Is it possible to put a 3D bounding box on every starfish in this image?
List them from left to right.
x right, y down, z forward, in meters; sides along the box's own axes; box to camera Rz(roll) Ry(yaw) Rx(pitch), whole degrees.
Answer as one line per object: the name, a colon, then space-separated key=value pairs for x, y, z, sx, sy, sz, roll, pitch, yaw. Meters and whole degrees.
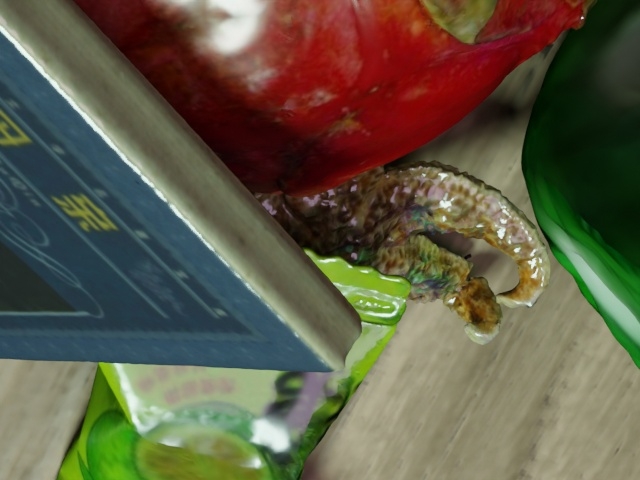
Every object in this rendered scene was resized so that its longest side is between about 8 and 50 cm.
starfish: x=-0.002 y=-0.006 z=0.743 sx=0.210 sy=0.053 sz=0.150 roll=5 pitch=126 yaw=-17

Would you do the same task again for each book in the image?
book: x=-0.136 y=-0.024 z=0.552 sx=0.191 sy=0.269 sz=0.025 roll=47 pitch=58 yaw=-32

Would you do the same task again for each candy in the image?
candy: x=-0.049 y=0.083 z=0.747 sx=0.149 sy=0.069 sz=0.246 roll=5 pitch=135 yaw=-11

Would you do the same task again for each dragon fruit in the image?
dragon fruit: x=-0.023 y=-0.128 z=0.552 sx=0.252 sy=0.241 sz=0.241 roll=-28 pitch=125 yaw=-7

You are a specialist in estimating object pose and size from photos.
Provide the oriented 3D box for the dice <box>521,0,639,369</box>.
dice: x=0.285 y=0.003 z=0.721 sx=0.287 sy=0.300 sz=0.297 roll=-40 pitch=125 yaw=-2
